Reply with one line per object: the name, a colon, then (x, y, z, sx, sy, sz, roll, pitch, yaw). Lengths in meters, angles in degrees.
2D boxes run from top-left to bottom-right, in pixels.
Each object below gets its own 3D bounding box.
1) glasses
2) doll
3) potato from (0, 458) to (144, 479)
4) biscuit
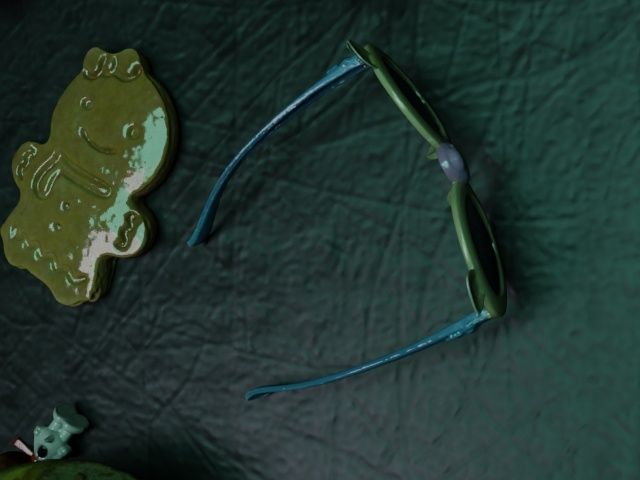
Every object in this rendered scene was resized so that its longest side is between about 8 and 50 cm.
glasses: (0.018, -0.002, 0.844, 0.220, 0.088, 0.190, -36, 73, 41)
doll: (-0.207, 0.157, 0.942, 0.058, 0.040, 0.085, 21, 101, 12)
potato: (-0.201, 0.218, 0.884, 0.251, 0.113, 0.149, -30, 120, 21)
biscuit: (-0.164, -0.043, 0.938, 0.133, 0.027, 0.184, 46, 106, 22)
